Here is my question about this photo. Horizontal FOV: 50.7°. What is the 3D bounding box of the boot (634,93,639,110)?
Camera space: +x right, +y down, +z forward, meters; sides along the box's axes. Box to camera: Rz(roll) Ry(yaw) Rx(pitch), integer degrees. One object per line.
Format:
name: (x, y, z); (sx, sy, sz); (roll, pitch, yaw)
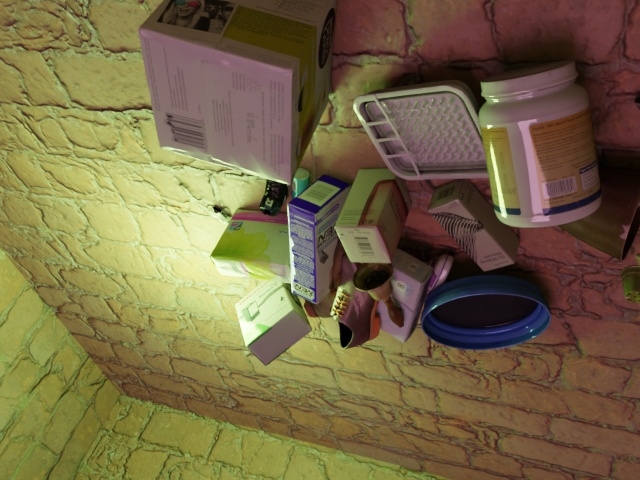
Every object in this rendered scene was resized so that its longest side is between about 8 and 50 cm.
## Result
boot: (0.793, -0.251, 1.424); (0.189, 0.076, 0.209); (-15, 122, 39)

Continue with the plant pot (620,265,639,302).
plant pot: (0.858, 0.124, 1.837); (0.083, 0.079, 0.083); (15, 142, 12)

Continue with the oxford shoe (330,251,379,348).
oxford shoe: (0.100, 0.190, 2.091); (0.130, 0.132, 0.364); (31, 140, 47)

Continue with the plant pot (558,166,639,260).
plant pot: (0.641, -0.092, 1.612); (0.230, 0.215, 0.215); (22, 147, 28)

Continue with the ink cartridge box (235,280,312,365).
ink cartridge box: (-0.173, 0.269, 2.381); (0.211, 0.289, 0.121); (-39, 118, 3)

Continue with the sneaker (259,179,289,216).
sneaker: (-0.134, -0.153, 2.020); (0.079, 0.121, 0.217); (17, 143, 9)

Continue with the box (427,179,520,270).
box: (0.425, -0.041, 1.864); (0.275, 0.094, 0.113); (43, 140, -22)

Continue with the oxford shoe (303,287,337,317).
oxford shoe: (-0.006, 0.160, 2.354); (0.130, 0.123, 0.348); (5, 150, 19)

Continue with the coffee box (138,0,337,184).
coffee box: (-0.170, -0.394, 1.558); (0.338, 0.335, 0.338); (16, 142, 8)

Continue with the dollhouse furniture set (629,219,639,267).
dollhouse furniture set: (0.821, -0.020, 1.722); (0.144, 0.123, 0.151); (51, 171, -32)

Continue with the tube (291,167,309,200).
tube: (-0.068, -0.131, 2.058); (0.052, 0.080, 0.207); (2, 140, -6)

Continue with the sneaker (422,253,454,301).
sneaker: (0.298, 0.106, 2.119); (0.161, 0.102, 0.282); (30, 144, -2)

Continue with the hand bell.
hand bell: (0.199, 0.181, 2.012); (0.126, 0.126, 0.242); (-3, 134, 32)

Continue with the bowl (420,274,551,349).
bowl: (0.504, 0.224, 2.080); (0.390, 0.077, 0.391); (2, 147, 1)

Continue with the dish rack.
dish rack: (0.267, -0.271, 1.644); (0.332, 0.072, 0.286); (5, 140, 45)

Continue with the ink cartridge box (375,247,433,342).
ink cartridge box: (0.148, 0.119, 2.140); (0.384, 0.091, 0.308); (28, 142, 20)

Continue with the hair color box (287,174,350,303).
hair color box: (0.000, 0.000, 2.014); (0.110, 0.185, 0.339); (24, 135, 26)

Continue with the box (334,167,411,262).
box: (0.151, -0.070, 1.866); (0.126, 0.232, 0.149); (1, 138, 28)

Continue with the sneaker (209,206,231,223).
sneaker: (-0.337, -0.086, 2.296); (0.083, 0.032, 0.037); (28, 144, -6)

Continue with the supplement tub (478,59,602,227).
supplement tub: (0.467, -0.207, 1.449); (0.228, 0.228, 0.317); (-3, 109, 33)

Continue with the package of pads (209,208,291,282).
package of pads: (-0.184, 0.017, 2.170); (0.296, 0.229, 0.101); (5, 140, 24)
